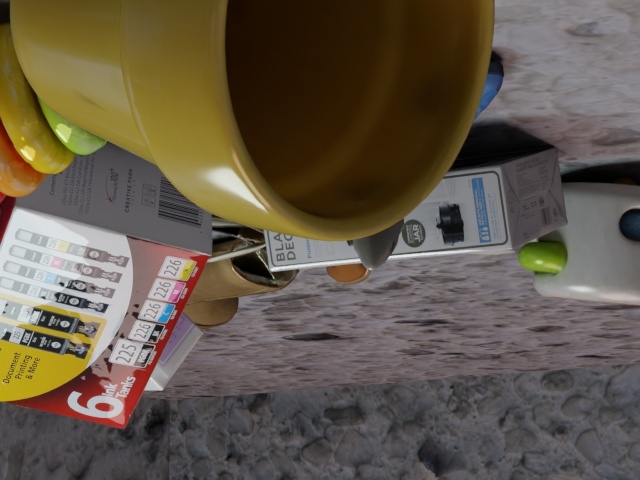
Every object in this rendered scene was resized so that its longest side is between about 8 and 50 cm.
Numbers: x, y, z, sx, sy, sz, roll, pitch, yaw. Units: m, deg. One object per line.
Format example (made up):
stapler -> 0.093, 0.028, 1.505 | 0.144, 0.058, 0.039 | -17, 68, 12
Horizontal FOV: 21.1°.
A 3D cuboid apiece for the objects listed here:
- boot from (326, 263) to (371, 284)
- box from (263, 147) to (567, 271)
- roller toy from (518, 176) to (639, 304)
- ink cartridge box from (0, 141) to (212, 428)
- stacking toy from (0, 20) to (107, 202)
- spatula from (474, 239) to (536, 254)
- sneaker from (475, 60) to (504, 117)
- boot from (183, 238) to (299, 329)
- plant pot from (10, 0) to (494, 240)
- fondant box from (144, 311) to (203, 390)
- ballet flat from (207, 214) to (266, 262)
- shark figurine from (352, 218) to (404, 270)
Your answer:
boot -> 0.000, 0.000, 2.196 | 0.152, 0.073, 0.197 | 3, 157, -21
box -> 0.099, -0.033, 1.851 | 0.290, 0.087, 0.169 | -6, -174, 30
roller toy -> 0.346, 0.000, 1.984 | 0.191, 0.146, 0.209 | 5, 178, 27
ink cartridge box -> -0.286, 0.036, 1.797 | 0.272, 0.130, 0.309 | 14, 135, -15
stacking toy -> -0.211, -0.126, 1.414 | 0.302, 0.175, 0.166 | -17, 166, 13
spatula -> 0.202, -0.011, 2.264 | 0.242, 0.019, 0.168 | 9, 167, -39
sneaker -> 0.118, -0.110, 1.593 | 0.069, 0.082, 0.209 | 5, 167, -15
boot -> -0.133, 0.065, 2.485 | 0.270, 0.089, 0.236 | -12, 164, 44
plant pot -> -0.059, -0.141, 1.075 | 0.239, 0.254, 0.254 | 12, 179, 40
fondant box -> -0.322, 0.074, 2.117 | 0.238, 0.096, 0.330 | 47, 155, -21
ballet flat -> -0.162, -0.024, 1.995 | 0.281, 0.096, 0.095 | 3, 170, -13
shark figurine -> -0.001, -0.086, 1.755 | 0.278, 0.166, 0.116 | 23, 155, 43
